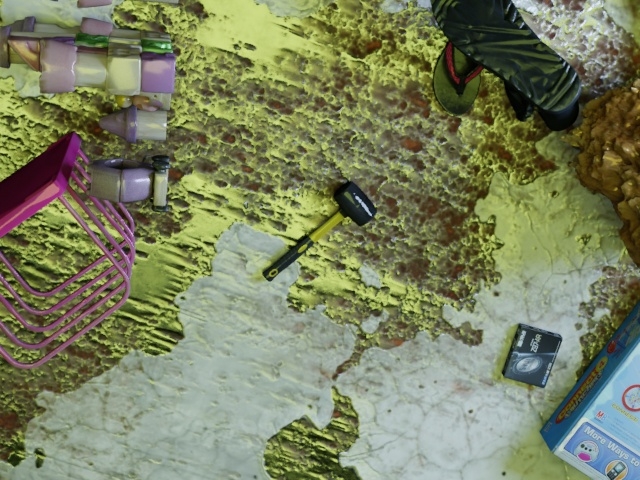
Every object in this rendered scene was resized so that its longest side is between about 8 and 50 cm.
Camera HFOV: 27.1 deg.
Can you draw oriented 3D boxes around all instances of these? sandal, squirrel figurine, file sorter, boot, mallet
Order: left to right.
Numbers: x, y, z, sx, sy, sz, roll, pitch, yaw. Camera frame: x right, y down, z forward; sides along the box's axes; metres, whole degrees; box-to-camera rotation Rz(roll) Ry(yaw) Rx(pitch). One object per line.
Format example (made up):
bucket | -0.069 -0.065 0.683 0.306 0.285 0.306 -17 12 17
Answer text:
file sorter | -0.360 0.013 1.736 0.202 0.291 0.182 -35 107 5
mallet | 0.000 0.000 1.891 0.062 0.039 0.190 40 103 -15
sandal | 0.201 -0.260 1.834 0.067 0.040 0.179 12 103 -7
boot | 0.247 -0.247 1.765 0.246 0.207 0.094 44 94 7
squirrel figurine | 0.538 -0.142 1.758 0.397 0.281 0.370 -13 98 -15

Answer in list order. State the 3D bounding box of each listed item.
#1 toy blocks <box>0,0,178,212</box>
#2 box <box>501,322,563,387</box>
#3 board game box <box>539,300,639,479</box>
toy blocks | -0.319 -0.222 1.683 0.260 0.288 0.309 2 107 -9
box | 0.313 0.171 1.962 0.067 0.018 0.083 17 102 -9
board game box | 0.540 0.260 1.967 0.308 0.086 0.302 34 99 -11
